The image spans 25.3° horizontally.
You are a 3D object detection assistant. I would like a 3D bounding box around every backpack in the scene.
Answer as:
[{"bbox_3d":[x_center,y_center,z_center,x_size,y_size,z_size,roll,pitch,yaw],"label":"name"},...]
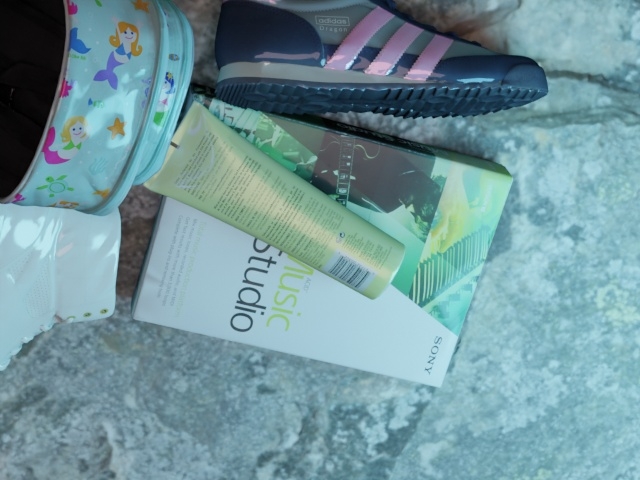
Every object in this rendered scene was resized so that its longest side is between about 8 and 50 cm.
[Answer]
[{"bbox_3d":[-0.219,-0.139,1.201,0.191,0.253,0.225,10,108,-32],"label":"backpack"}]

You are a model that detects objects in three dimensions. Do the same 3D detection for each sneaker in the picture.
[{"bbox_3d":[0.061,-0.184,1.304,0.319,0.112,0.131,2,78,-20],"label":"sneaker"},{"bbox_3d":[-0.279,0.082,1.334,0.169,0.108,0.292,9,117,-32],"label":"sneaker"}]

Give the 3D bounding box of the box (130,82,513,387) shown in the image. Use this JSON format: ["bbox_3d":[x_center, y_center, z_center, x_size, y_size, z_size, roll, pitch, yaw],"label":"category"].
[{"bbox_3d":[0.000,0.000,1.381,0.322,0.058,0.232,13,107,-13],"label":"box"}]

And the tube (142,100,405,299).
[{"bbox_3d":[-0.036,-0.030,1.311,0.240,0.062,0.070,30,60,-11],"label":"tube"}]
